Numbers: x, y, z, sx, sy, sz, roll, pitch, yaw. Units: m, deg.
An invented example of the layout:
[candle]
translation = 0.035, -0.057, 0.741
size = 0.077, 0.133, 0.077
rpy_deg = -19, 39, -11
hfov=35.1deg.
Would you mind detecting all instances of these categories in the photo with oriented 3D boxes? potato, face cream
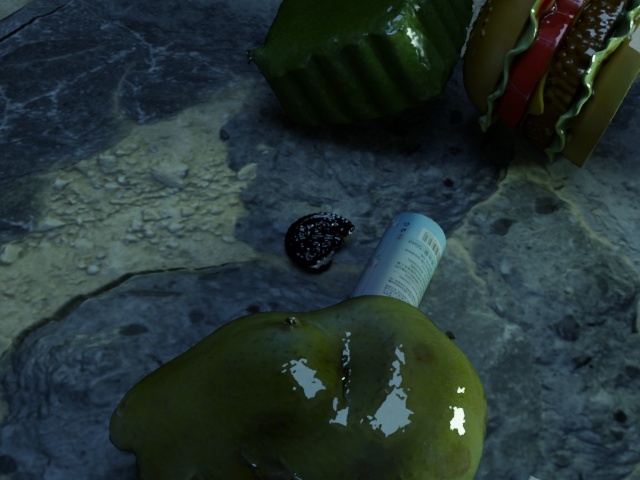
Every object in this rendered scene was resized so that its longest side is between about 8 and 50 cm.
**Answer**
[potato]
translation = -0.021, 0.169, 0.943
size = 0.350, 0.202, 0.218
rpy_deg = -7, 71, 0
[face cream]
translation = 0.071, 0.067, 1.125
size = 0.075, 0.075, 0.229
rpy_deg = 19, 47, 14

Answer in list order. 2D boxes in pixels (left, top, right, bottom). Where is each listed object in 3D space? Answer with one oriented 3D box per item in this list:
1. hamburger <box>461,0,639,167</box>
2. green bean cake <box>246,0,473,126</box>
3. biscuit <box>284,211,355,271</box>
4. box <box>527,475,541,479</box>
[hamburger]
translation = 0.298, -0.246, 1.289
size = 0.212, 0.274, 0.274
rpy_deg = 29, 50, 8
[green bean cake]
translation = 0.064, -0.277, 1.348
size = 0.246, 0.156, 0.250
rpy_deg = -10, 45, 31
[biscuit]
translation = 0.000, 0.000, 1.216
size = 0.089, 0.027, 0.087
rpy_deg = -6, 47, -10
[box]
translation = 0.252, 0.316, 0.898
size = 0.199, 0.081, 0.135
rpy_deg = 19, 49, 17
